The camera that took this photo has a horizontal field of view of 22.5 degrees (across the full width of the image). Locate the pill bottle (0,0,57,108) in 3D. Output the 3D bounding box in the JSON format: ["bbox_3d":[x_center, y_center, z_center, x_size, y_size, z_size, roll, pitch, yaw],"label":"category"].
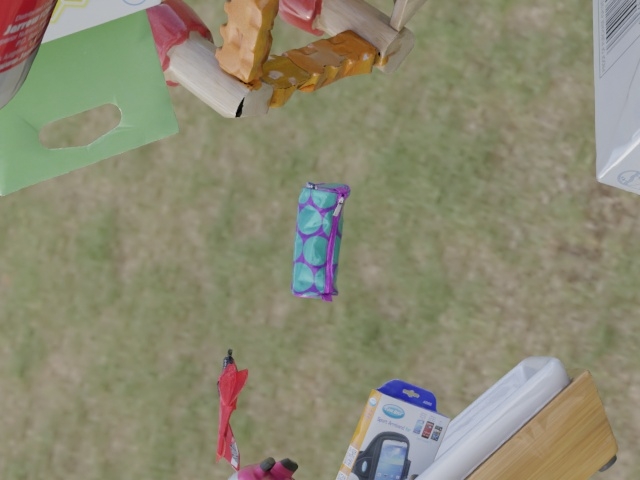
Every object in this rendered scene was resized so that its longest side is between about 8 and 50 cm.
[{"bbox_3d":[-0.219,-0.278,0.916,0.408,0.229,0.229,-61,37,35],"label":"pill bottle"}]

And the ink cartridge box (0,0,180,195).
[{"bbox_3d":[-0.211,-0.168,1.292,0.056,0.171,0.235,22,131,65],"label":"ink cartridge box"}]

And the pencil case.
[{"bbox_3d":[0.000,0.000,2.098,0.070,0.064,0.152,12,98,52],"label":"pencil case"}]

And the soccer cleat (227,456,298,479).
[{"bbox_3d":[-0.027,0.272,1.330,0.143,0.331,0.116,-40,66,3],"label":"soccer cleat"}]

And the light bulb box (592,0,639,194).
[{"bbox_3d":[0.478,-0.203,1.582,0.225,0.361,0.358,128,154,-52],"label":"light bulb box"}]

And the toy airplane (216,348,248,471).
[{"bbox_3d":[-0.111,0.204,1.930,0.151,0.028,0.151,-177,90,-78],"label":"toy airplane"}]

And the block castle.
[{"bbox_3d":[-0.024,-0.368,1.594,0.213,0.303,0.453,38,133,29],"label":"block castle"}]

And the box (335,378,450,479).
[{"bbox_3d":[0.069,0.205,1.557,0.136,0.081,0.028,-67,23,2],"label":"box"}]

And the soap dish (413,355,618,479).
[{"bbox_3d":[0.159,0.244,1.609,0.291,0.118,0.229,-42,-2,-4],"label":"soap dish"}]
